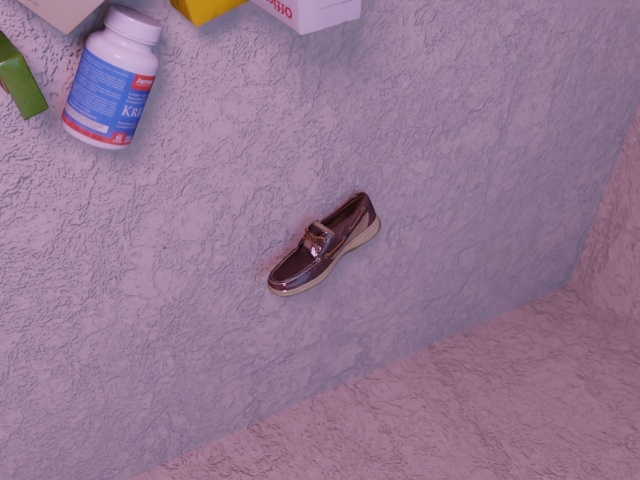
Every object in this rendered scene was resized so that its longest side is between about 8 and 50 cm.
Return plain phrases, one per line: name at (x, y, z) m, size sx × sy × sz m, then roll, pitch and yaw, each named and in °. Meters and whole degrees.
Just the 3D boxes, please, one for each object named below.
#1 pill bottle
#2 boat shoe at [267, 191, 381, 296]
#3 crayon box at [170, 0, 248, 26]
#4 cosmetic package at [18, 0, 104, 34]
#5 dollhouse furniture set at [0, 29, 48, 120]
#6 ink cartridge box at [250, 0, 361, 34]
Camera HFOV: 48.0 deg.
pill bottle at (-0.347, -0.276, 1.214) m, size 0.124 × 0.124 × 0.221 m, roll 6°, pitch 119°, yaw -43°
boat shoe at (0.000, 0.000, 1.756) m, size 0.342 × 0.123 × 0.123 m, roll -35°, pitch 131°, yaw -18°
crayon box at (-0.115, -0.576, 1.174) m, size 0.363 × 0.106 × 0.313 m, roll -32°, pitch 138°, yaw -15°
cosmetic package at (-0.316, -0.452, 1.002) m, size 0.309 × 0.113 × 0.160 m, roll -31°, pitch 138°, yaw 25°
dollhouse furniture set at (-0.553, -0.294, 1.001) m, size 0.198 × 0.151 × 0.301 m, roll -31°, pitch 138°, yaw -17°
ink cartridge box at (-0.039, -0.485, 1.068) m, size 0.122 × 0.211 × 0.289 m, roll -24°, pitch 137°, yaw -24°
